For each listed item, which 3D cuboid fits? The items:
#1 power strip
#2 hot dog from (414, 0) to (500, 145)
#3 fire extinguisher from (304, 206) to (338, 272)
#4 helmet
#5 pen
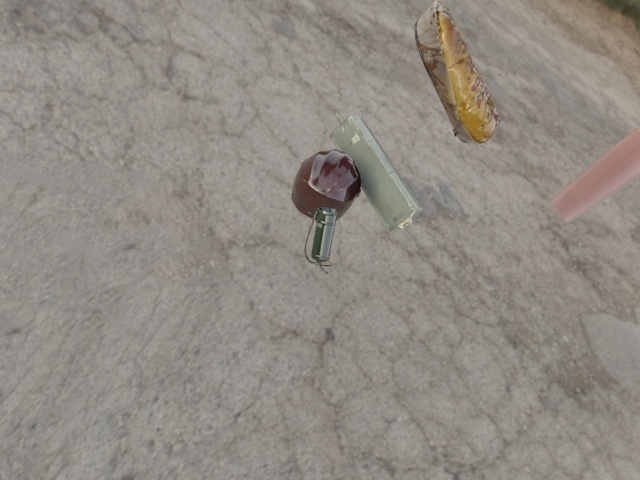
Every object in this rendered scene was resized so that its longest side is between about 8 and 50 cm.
[{"bbox_3d":[0.079,-0.112,0.906,0.027,0.060,0.252,24,32,-52],"label":"power strip"},{"bbox_3d":[0.214,-0.249,0.899,0.252,0.069,0.131,50,36,-39],"label":"hot dog"},{"bbox_3d":[0.000,0.000,0.744,0.038,0.083,0.025,9,15,-1],"label":"fire extinguisher"},{"bbox_3d":[0.013,-0.090,0.848,0.098,0.070,0.123,28,65,2],"label":"helmet"},{"bbox_3d":[0.400,-0.100,0.783,0.032,0.197,0.053,5,50,-48],"label":"pen"}]
